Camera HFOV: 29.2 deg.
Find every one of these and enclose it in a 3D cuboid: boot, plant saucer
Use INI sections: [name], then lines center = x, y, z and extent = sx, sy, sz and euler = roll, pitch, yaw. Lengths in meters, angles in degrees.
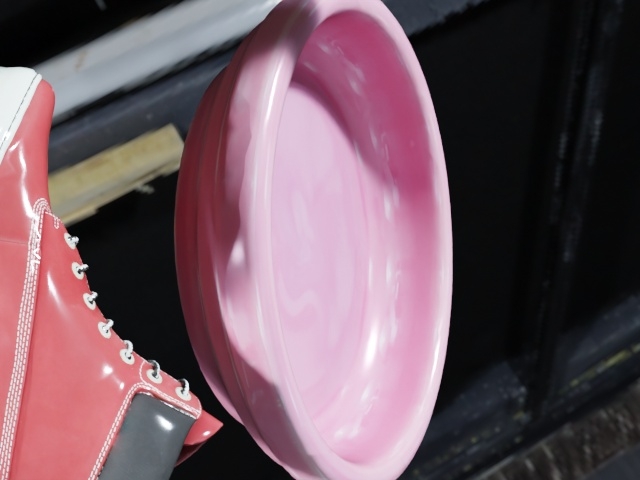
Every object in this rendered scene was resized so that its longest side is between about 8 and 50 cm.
[boot]
center = -0.130, 0.033, 0.654
extent = 0.176, 0.244, 0.088
euler = 16, -27, -16
[plant saucer]
center = 0.000, 0.000, 0.815
extent = 0.084, 0.332, 0.332
euler = -2, -21, 24
